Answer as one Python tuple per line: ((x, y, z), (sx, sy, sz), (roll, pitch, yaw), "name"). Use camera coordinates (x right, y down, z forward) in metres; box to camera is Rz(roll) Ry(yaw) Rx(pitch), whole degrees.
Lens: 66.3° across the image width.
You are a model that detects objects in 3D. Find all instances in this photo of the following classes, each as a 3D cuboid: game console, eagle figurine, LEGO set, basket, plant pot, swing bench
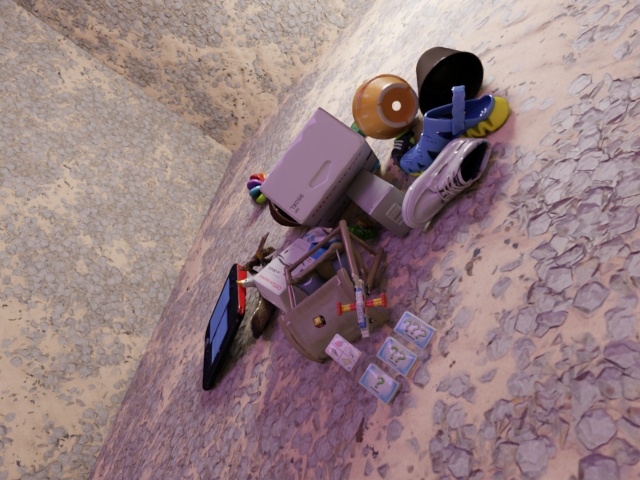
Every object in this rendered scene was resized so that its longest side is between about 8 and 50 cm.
((-0.364, 0.309, 1.831), (0.342, 0.060, 0.387), (-101, 33, -61), "game console")
((-0.179, 0.163, 1.664), (0.298, 0.225, 0.226), (56, 159, 35), "eagle figurine")
((0.091, 0.193, 1.032), (0.244, 0.060, 0.183), (33, 90, 34), "LEGO set")
((0.355, -0.473, 1.425), (0.204, 0.154, 0.227), (-54, 17, 28), "basket")
((-0.113, -0.139, 1.881), (0.215, 0.215, 0.230), (-65, 10, -20), "plant pot")
((0.028, 0.134, 1.251), (0.253, 0.165, 0.255), (-40, 28, 33), "swing bench")
((0.214, -0.414, 1.511), (0.205, 0.205, 0.188), (-54, 13, 6), "plant pot")

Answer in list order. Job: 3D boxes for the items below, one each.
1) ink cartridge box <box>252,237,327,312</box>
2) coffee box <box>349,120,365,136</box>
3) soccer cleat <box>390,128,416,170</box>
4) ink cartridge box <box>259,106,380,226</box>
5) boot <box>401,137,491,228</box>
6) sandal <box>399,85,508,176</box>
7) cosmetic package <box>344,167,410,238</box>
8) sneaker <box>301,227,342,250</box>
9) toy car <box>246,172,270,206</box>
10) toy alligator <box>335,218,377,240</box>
((-0.080, 0.102, 1.481), (0.203, 0.086, 0.148), (-42, 39, -22), "ink cartridge box")
((0.115, -0.383, 1.918), (0.184, 0.040, 0.113), (-57, 21, 0), "coffee box")
((0.253, -0.277, 1.479), (0.072, 0.060, 0.179), (-38, 26, 35), "soccer cleat")
((0.016, -0.198, 1.479), (0.286, 0.166, 0.395), (-53, -10, 7), "ink cartridge box")
((0.296, -0.138, 1.155), (0.258, 0.095, 0.123), (-57, 16, -2), "boot")
((0.316, -0.289, 1.270), (0.317, 0.138, 0.126), (-39, 30, 39), "sandal")
((0.167, -0.108, 1.342), (0.107, 0.127, 0.238), (-53, 24, 10), "cosmetic package")
((0.000, 0.000, 1.588), (0.228, 0.087, 0.092), (-6, 51, 59), "sneaker")
((-0.311, -0.274, 2.510), (0.159, 0.136, 0.182), (-37, 30, 39), "toy car")
((0.110, -0.022, 1.349), (0.051, 0.189, 0.056), (34, 112, 27), "toy alligator")
